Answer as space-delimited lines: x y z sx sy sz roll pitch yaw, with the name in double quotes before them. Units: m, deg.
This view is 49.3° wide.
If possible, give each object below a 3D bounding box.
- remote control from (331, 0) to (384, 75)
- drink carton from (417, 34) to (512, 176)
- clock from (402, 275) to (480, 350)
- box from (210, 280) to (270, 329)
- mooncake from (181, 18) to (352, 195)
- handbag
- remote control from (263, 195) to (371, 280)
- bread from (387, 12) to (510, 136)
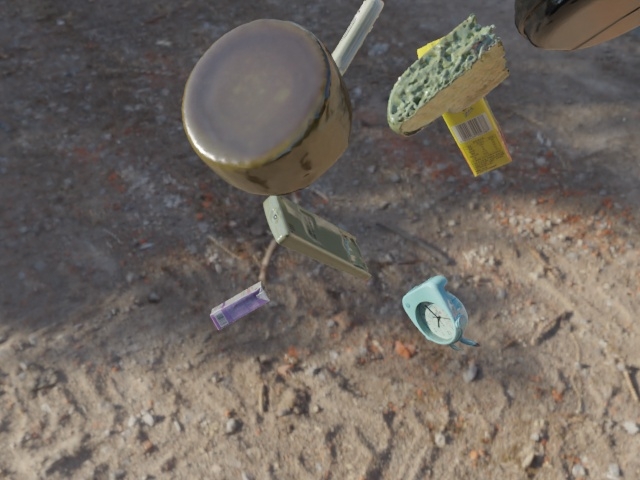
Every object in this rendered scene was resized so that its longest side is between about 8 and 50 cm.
"remote control" 0.064 -0.408 1.418 0.221 0.042 0.078 -60 15 -19
"drink carton" 0.371 -0.341 1.786 0.111 0.351 0.154 -24 43 19
"clock" 0.218 0.140 1.242 0.045 0.108 0.147 -33 86 -34
"box" -0.156 0.126 1.357 0.117 0.036 0.050 -31 11 -1
"mooncake" -0.087 -0.222 1.204 0.285 0.155 0.284 -6 71 17
"handbag" 0.445 -0.389 1.104 0.308 0.254 0.093 -12 75 -42
"remote control" 0.000 0.000 1.442 0.038 0.285 0.123 -39 51 23
"bread" 0.182 -0.232 0.958 0.232 0.172 0.064 -30 72 -31
